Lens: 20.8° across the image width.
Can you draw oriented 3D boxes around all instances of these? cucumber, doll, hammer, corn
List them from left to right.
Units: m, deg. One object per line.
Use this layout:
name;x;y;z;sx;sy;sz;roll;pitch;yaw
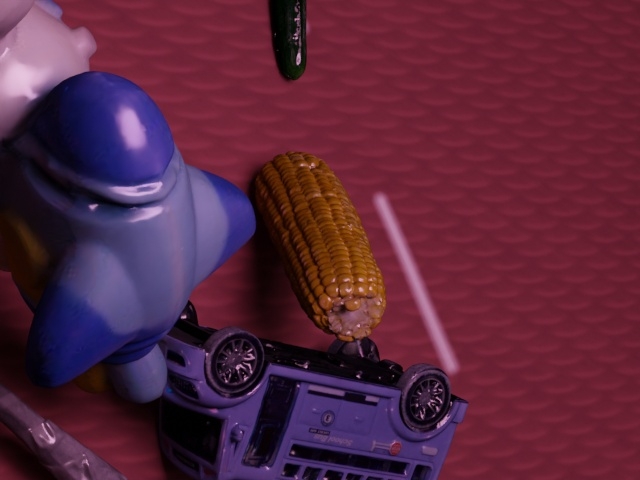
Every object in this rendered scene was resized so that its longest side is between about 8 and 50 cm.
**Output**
hammer;-0.225;0.138;1.280;0.427;0.044;0.152;49;49;-30
doll;-0.178;-0.054;1.182;0.187;0.376;0.365;-34;96;-3
cucumber;-0.028;-0.236;1.611;0.033;0.036;0.184;8;71;-29
corn;0.000;0.000;1.464;0.080;0.080;0.238;25;23;-31

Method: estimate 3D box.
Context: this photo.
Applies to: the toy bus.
toy bus;-0.031;0.135;1.416;0.292;0.125;0.133;14;94;-37
